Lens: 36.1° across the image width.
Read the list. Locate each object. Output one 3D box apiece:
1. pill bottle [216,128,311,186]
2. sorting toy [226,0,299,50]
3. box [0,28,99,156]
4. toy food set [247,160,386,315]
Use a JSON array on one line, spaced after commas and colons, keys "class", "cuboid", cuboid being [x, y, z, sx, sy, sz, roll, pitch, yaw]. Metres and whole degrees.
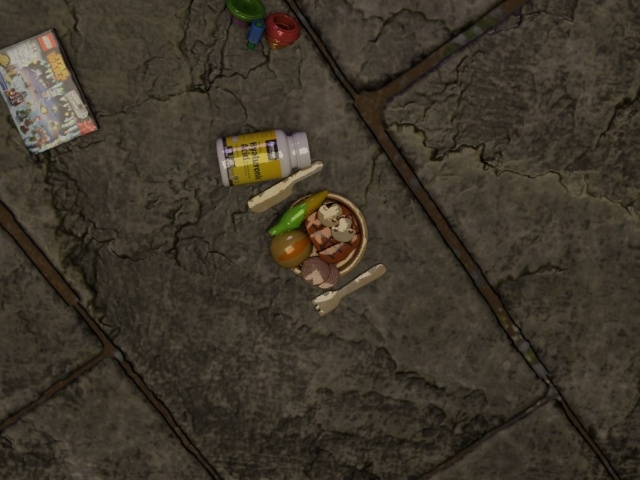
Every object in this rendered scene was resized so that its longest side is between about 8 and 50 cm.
[{"class": "pill bottle", "cuboid": [-0.073, -0.109, 1.265, 0.116, 0.065, 0.065, -10, 104, -4]}, {"class": "sorting toy", "cuboid": [-0.078, -0.268, 1.238, 0.102, 0.061, 0.042, 26, 134, -4]}, {"class": "box", "cuboid": [-0.351, -0.187, 1.238, 0.094, 0.027, 0.137, -23, 105, -1]}, {"class": "toy food set", "cuboid": [0.000, 0.000, 1.312, 0.132, 0.038, 0.192, -33, 105, 3]}]
